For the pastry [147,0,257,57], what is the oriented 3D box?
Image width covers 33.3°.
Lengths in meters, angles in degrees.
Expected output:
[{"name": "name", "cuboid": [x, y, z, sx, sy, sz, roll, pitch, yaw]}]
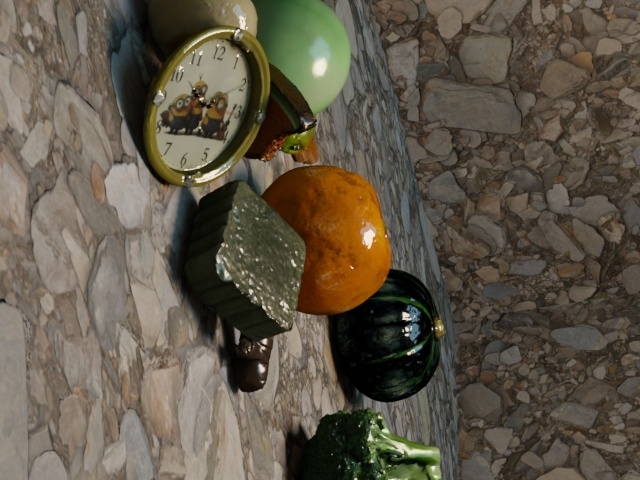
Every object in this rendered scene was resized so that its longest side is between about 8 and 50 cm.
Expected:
[{"name": "pastry", "cuboid": [-0.169, -0.308, 1.511, 0.156, 0.156, 0.092, 56, 33, -61]}]

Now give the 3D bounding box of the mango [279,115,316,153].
[{"name": "mango", "cuboid": [-0.069, -0.273, 2.003, 0.125, 0.111, 0.233, 137, -63, -68]}]

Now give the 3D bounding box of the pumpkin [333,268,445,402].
[{"name": "pumpkin", "cuboid": [0.159, 0.202, 2.351, 0.315, 0.238, 0.315, -5, 90, -74]}]

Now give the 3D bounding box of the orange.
[{"name": "orange", "cuboid": [0.000, 0.000, 1.825, 0.261, 0.261, 0.261, -10, 90, -77]}]

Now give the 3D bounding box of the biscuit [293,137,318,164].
[{"name": "biscuit", "cuboid": [-0.045, -0.285, 2.277, 0.165, 0.036, 0.250, 7, 77, -77]}]

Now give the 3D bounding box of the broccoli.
[{"name": "broccoli", "cuboid": [0.079, 0.419, 1.865, 0.265, 0.245, 0.294, -113, -152, -55]}]

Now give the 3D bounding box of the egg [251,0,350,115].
[{"name": "egg", "cuboid": [-0.057, -0.313, 1.818, 0.269, 0.220, 0.220, -47, 127, -59]}]

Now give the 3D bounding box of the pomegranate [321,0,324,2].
[{"name": "pomegranate", "cuboid": [-0.082, -0.469, 2.046, 0.191, 0.152, 0.131, 59, 14, -3]}]

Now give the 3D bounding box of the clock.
[{"name": "clock", "cuboid": [-0.164, -0.187, 1.467, 0.237, 0.057, 0.237, -33, 138, -37]}]

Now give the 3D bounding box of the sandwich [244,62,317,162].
[{"name": "sandwich", "cuboid": [-0.099, -0.205, 1.615, 0.079, 0.235, 0.159, -17, 116, -52]}]

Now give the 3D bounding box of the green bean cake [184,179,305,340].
[{"name": "green bean cake", "cuboid": [-0.109, 0.033, 1.548, 0.183, 0.094, 0.185, 47, 32, -35]}]

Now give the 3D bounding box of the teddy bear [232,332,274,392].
[{"name": "teddy bear", "cuboid": [-0.099, 0.148, 1.624, 0.119, 0.078, 0.160, 41, 40, -76]}]
